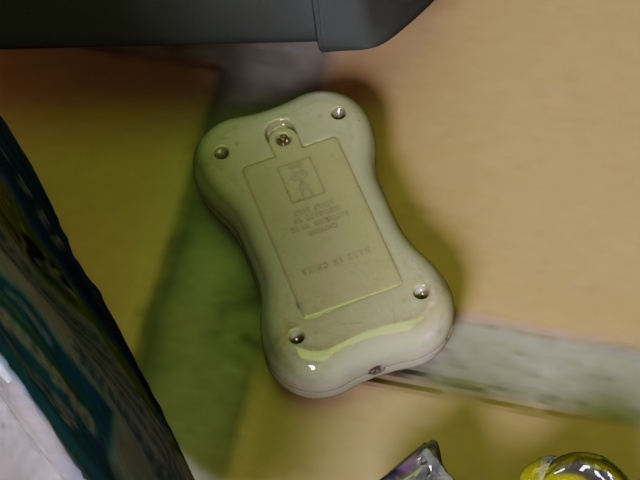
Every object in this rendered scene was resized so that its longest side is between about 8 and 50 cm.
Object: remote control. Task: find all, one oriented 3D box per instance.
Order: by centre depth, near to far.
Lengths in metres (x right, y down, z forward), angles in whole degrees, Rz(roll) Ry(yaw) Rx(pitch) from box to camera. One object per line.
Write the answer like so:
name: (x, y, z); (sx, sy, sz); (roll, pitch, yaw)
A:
remote control: (0.000, 0.000, 0.606); (0.074, 0.032, 0.122); (-18, 60, -8)

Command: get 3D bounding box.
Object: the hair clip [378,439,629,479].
hair clip: (0.080, 0.139, 0.520); (0.116, 0.049, 0.172); (-43, 75, -5)

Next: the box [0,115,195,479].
box: (-0.182, 0.041, 0.498); (0.206, 0.262, 0.291); (-31, 25, -3)

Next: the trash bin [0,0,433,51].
trash bin: (-0.055, -0.152, 0.639); (0.236, 0.101, 0.177); (-2, 42, 5)
